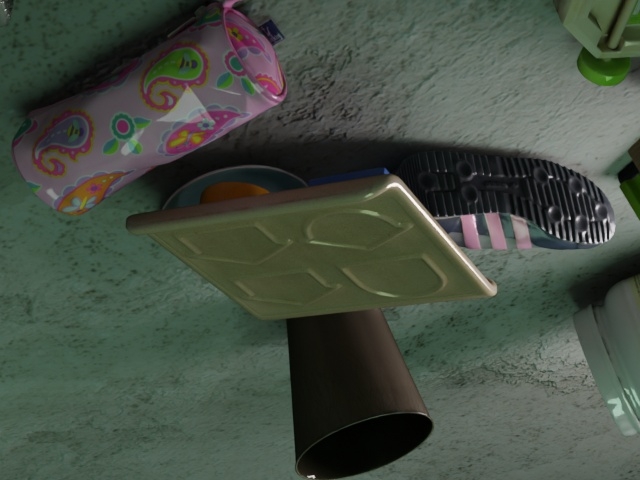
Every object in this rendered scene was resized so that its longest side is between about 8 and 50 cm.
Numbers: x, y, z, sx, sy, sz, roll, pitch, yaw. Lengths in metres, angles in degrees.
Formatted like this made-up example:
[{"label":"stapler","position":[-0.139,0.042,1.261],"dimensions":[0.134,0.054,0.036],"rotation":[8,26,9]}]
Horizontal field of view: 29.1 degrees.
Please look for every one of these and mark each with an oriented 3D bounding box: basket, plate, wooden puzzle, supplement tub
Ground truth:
[{"label":"basket","position":[0.034,0.180,1.667],"dimensions":[0.204,0.226,0.154],"rotation":[-35,141,28]},{"label":"plate","position":[-0.102,-0.038,1.480],"dimensions":[0.188,0.024,0.188],"rotation":[-10,147,-6]},{"label":"wooden puzzle","position":[0.000,0.000,1.424],"dimensions":[0.322,0.080,0.348],"rotation":[-7,156,26]},{"label":"supplement tub","position":[0.555,0.135,1.779],"dimensions":[0.325,0.235,0.235],"rotation":[-24,145,15]}]

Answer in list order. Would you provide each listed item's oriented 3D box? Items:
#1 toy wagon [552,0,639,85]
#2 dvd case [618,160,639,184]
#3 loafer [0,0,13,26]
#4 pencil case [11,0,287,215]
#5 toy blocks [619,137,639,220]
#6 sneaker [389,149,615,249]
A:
[{"label":"toy wagon","position":[0.418,-0.278,1.271],"dimensions":[0.345,0.068,0.267],"rotation":[-6,146,-13]},{"label":"dvd case","position":[0.536,-0.106,1.609],"dimensions":[0.253,0.022,0.180],"rotation":[11,140,-33]},{"label":"loafer","position":[-0.320,-0.274,1.006],"dimensions":[0.088,0.094,0.251],"rotation":[-5,143,9]},{"label":"pencil case","position":[-0.170,-0.132,1.238],"dimensions":[0.284,0.124,0.124],"rotation":[-28,144,19]},{"label":"toy blocks","position":[0.536,-0.143,1.358],"dimensions":[0.382,0.190,0.261],"rotation":[-5,149,-37]},{"label":"sneaker","position":[0.210,-0.038,1.536],"dimensions":[0.319,0.112,0.131],"rotation":[10,155,-22]}]
